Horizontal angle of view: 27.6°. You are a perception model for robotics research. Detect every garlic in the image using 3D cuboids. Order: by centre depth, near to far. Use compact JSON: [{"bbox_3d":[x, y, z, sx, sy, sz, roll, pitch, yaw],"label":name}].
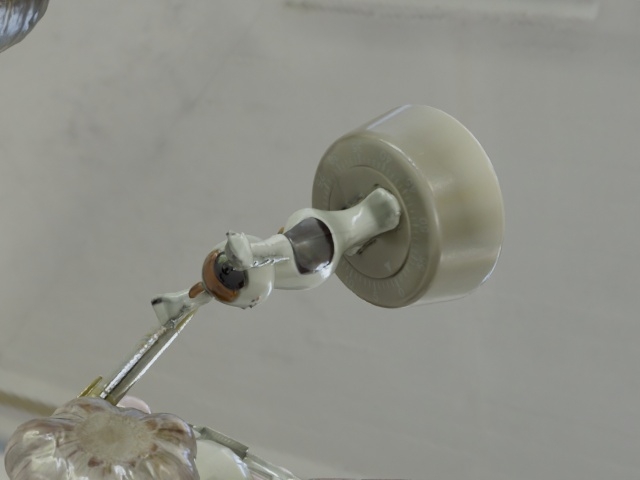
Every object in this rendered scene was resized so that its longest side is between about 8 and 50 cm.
[{"bbox_3d":[-0.176,0.195,1.069,0.147,0.159,0.102,51,-44,45],"label":"garlic"}]

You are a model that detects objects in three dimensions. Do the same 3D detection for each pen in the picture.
[{"bbox_3d":[-0.212,0.138,1.449,0.040,0.233,0.032,31,-30,16],"label":"pen"}]

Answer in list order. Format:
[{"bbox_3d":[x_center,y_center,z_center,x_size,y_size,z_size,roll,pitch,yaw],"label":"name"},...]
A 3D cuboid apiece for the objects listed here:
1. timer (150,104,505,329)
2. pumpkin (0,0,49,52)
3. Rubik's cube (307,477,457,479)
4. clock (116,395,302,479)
[{"bbox_3d":[0.000,0.000,1.058,0.175,0.266,0.175,23,-58,43],"label":"timer"},{"bbox_3d":[-0.348,-0.241,1.157,0.219,0.219,0.162,36,-62,-7],"label":"pumpkin"},{"bbox_3d":[0.088,0.321,0.972,0.237,0.238,0.237,-2,-84,10],"label":"Rubik's cube"},{"bbox_3d":[-0.099,0.316,1.463,0.342,0.184,0.326,25,-9,-29],"label":"clock"}]
